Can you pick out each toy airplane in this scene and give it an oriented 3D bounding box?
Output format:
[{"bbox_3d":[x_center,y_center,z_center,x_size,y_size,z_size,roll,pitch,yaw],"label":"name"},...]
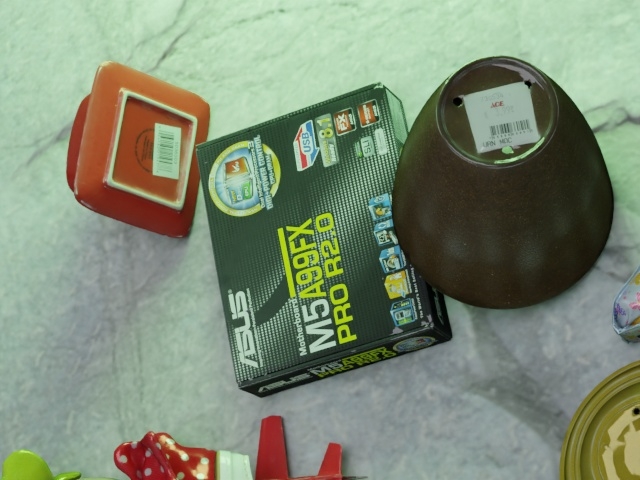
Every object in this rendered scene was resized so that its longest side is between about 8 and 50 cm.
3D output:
[{"bbox_3d":[-0.028,0.243,1.908,0.151,0.028,0.151,-7,71,22],"label":"toy airplane"}]

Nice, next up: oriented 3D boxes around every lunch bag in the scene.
[{"bbox_3d":[0.306,0.059,1.788,0.053,0.071,0.083,40,91,24],"label":"lunch bag"}]

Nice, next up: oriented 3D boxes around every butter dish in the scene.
[{"bbox_3d":[-0.211,-0.090,2.036,0.118,0.160,0.160,-6,71,47],"label":"butter dish"}]

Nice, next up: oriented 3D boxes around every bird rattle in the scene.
[{"bbox_3d":[-0.216,0.298,1.951,0.253,0.143,0.207,-4,85,10],"label":"bird rattle"}]

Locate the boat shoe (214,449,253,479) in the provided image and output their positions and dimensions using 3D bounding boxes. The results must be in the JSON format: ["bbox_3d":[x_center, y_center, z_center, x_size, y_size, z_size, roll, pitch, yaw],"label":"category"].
[{"bbox_3d":[-0.039,0.331,1.855,0.096,0.098,0.277,-13,81,-4],"label":"boat shoe"}]

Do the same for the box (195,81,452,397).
[{"bbox_3d":[0.000,0.000,1.948,0.216,0.060,0.270,-17,69,18],"label":"box"}]

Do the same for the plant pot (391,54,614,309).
[{"bbox_3d":[0.165,-0.073,1.769,0.215,0.230,0.215,-2,71,5],"label":"plant pot"}]

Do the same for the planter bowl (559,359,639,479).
[{"bbox_3d":[0.307,0.198,1.737,0.217,0.090,0.217,-7,72,22],"label":"planter bowl"}]
